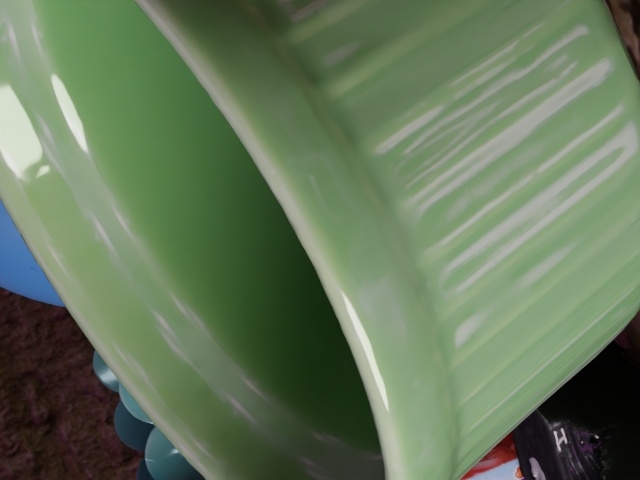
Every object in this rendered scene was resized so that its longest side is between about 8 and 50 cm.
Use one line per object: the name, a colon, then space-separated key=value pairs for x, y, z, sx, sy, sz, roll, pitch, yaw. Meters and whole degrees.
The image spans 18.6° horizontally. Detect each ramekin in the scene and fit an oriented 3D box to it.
ramekin: x=-0.012 y=-0.041 z=0.746 sx=0.303 sy=0.148 sz=0.303 roll=45 pitch=156 yaw=27

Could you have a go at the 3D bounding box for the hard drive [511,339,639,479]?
hard drive: x=0.179 y=0.234 z=0.856 sx=0.237 sy=0.064 sz=0.339 roll=-128 pitch=21 yaw=-59

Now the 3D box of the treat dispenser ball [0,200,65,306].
treat dispenser ball: x=-0.116 y=-0.105 z=1.088 sx=0.288 sy=0.288 sz=0.288 roll=159 pitch=90 yaw=-80

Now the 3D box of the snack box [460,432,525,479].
snack box: x=0.033 y=0.076 z=0.987 sx=0.207 sy=0.174 sz=0.070 roll=-124 pitch=16 yaw=-50

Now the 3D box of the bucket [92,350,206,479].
bucket: x=-0.091 y=0.120 z=1.703 sx=0.281 sy=0.183 sz=0.281 roll=159 pitch=90 yaw=-79
